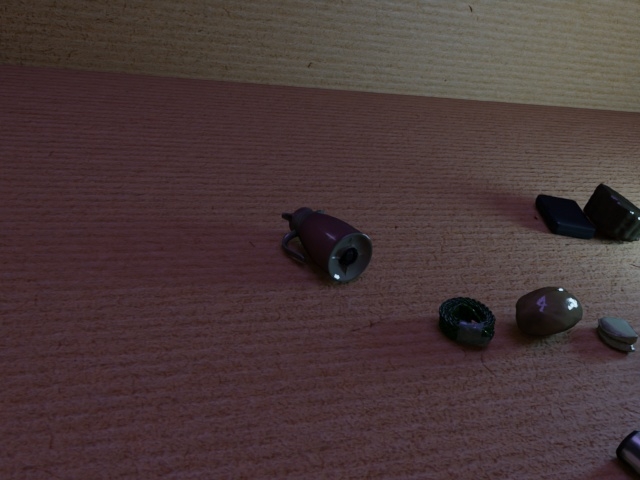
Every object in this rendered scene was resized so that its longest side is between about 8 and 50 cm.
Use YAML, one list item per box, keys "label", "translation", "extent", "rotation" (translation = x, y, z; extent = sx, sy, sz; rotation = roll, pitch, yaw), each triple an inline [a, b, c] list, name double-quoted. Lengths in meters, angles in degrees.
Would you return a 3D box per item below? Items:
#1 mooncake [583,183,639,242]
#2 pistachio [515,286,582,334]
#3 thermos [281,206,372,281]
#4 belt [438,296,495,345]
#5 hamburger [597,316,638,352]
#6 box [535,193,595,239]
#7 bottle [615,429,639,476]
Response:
- label: "mooncake"
  translation: [1.052, -0.091, 2.167]
  extent: [0.228, 0.124, 0.228]
  rotation: [26, 24, -13]
- label: "pistachio"
  translation: [0.596, 0.186, 1.585]
  extent: [0.225, 0.136, 0.136]
  rotation: [0, 32, -35]
- label: "thermos"
  translation: [0.000, 0.000, 1.701]
  extent: [0.176, 0.146, 0.265]
  rotation: [-34, 40, -18]
- label: "belt"
  translation: [0.369, 0.210, 1.534]
  extent: [0.121, 0.079, 0.151]
  rotation: [-28, 37, -33]
- label: "hamburger"
  translation: [0.788, 0.244, 1.636]
  extent: [0.084, 0.054, 0.121]
  rotation: [8, 28, 2]
- label: "box"
  translation: [0.882, -0.089, 2.203]
  extent: [0.160, 0.050, 0.230]
  rotation: [9, 32, -4]
- label: "bottle"
  translation: [0.711, 0.487, 1.197]
  extent: [0.253, 0.079, 0.096]
  rotation: [42, 4, 42]
